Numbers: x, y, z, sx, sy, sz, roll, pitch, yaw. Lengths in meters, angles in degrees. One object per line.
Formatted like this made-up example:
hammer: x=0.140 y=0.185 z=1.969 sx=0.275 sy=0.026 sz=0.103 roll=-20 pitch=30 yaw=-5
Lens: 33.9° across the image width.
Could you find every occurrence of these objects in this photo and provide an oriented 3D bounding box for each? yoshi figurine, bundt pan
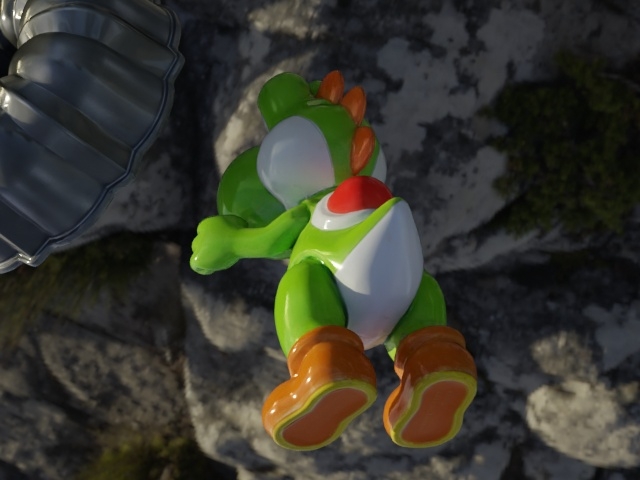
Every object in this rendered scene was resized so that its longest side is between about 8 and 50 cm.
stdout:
yoshi figurine: x=-0.003 y=0.018 z=0.916 sx=0.203 sy=0.362 sz=0.203 roll=-23 pitch=141 yaw=10
bundt pan: x=-0.293 y=-0.140 z=1.014 sx=0.330 sy=0.331 sz=0.124 roll=-11 pitch=147 yaw=36
